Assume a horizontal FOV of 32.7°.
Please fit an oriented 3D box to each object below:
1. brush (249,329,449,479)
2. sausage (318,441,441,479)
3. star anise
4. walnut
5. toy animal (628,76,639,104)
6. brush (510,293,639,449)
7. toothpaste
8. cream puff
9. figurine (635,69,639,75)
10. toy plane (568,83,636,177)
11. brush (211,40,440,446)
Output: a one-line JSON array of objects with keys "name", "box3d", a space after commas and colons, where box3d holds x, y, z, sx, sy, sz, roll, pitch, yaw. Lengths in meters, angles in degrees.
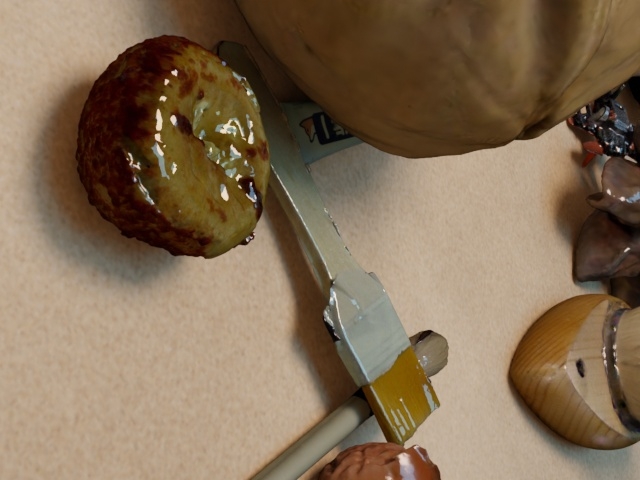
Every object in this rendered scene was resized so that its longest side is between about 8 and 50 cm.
[{"name": "brush", "box3d": [0.024, 0.133, 0.848, 0.299, 0.042, 0.039, -28, 87, -53]}, {"name": "sausage", "box3d": [0.072, 0.358, 0.801, 0.094, 0.094, 0.418, -9, 86, -16]}, {"name": "star anise", "box3d": [0.428, -0.051, 1.314, 0.315, 0.315, 0.108, 35, 12, -44]}, {"name": "walnut", "box3d": [0.093, -0.246, 0.814, 0.381, 0.381, 0.381, 21, 63, -50]}, {"name": "toy animal", "box3d": [0.515, -0.324, 1.503, 0.310, 0.251, 0.251, 59, 39, -18]}, {"name": "brush", "box3d": [0.327, 0.136, 1.164, 0.267, 0.166, 0.174, 4, 77, -52]}, {"name": "toothpaste", "box3d": [0.031, -0.103, 0.935, 0.205, 0.036, 0.056, -20, 94, -51]}, {"name": "cream puff", "box3d": [-0.096, -0.055, 0.697, 0.149, 0.084, 0.149, 17, 69, -54]}, {"name": "figurine", "box3d": [0.434, -0.259, 1.368, 0.144, 0.257, 0.182, -65, 147, -29]}, {"name": "toy plane", "box3d": [0.373, -0.159, 1.405, 0.130, 0.061, 0.189, 26, 50, -13]}, {"name": "brush", "box3d": [0.000, 0.000, 0.839, 0.085, 0.020, 0.336, -35, 101, -49]}]
